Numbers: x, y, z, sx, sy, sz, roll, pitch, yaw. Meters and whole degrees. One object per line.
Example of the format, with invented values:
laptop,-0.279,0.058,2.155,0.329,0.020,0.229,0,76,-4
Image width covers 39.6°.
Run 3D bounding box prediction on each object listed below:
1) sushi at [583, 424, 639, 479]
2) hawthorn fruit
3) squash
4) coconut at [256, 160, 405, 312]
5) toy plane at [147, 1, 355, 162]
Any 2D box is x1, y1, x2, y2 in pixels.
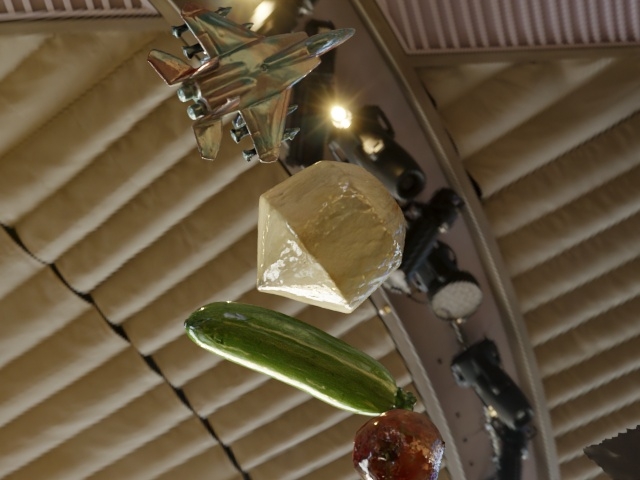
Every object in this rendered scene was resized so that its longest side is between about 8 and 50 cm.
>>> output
sushi,0.368,0.238,0.519,0.296,0.373,0.100,-10,-54,-32
hawthorn fruit,0.058,0.165,0.685,0.077,0.077,0.077,-11,-55,-17
squash,-0.030,0.189,1.447,0.395,0.107,0.107,23,-67,-1
coconut,0.000,0.000,1.799,0.329,0.329,0.328,-11,-55,-17
toy plane,-0.068,-0.225,1.166,0.326,0.104,0.223,-33,-84,-45
